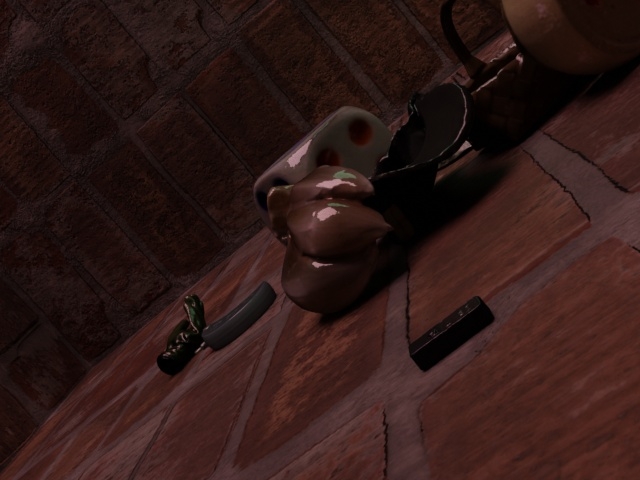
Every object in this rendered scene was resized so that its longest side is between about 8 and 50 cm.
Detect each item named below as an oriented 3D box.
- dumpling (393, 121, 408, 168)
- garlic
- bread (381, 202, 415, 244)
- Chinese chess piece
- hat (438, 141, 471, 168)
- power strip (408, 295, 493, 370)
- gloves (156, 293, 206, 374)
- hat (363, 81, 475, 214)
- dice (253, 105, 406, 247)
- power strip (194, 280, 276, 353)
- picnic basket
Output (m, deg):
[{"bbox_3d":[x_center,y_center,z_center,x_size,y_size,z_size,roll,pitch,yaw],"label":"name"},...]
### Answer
[{"bbox_3d":[0.270,-0.255,2.124,0.216,0.149,0.104,-36,-24,25],"label":"dumpling"},{"bbox_3d":[0.001,-0.001,1.451,0.132,0.279,0.325,-2,13,-25],"label":"garlic"},{"bbox_3d":[0.158,-0.021,1.536,0.043,0.062,0.109,-40,-34,-8],"label":"bread"},{"bbox_3d":[0.486,-0.474,1.435,0.338,0.338,0.140,-44,16,-22],"label":"Chinese chess piece"},{"bbox_3d":[0.327,-0.293,1.924,0.265,0.128,0.265,-38,6,4],"label":"hat"},{"bbox_3d":[0.156,0.111,0.939,0.111,0.029,0.038,-39,9,9],"label":"power strip"},{"bbox_3d":[-0.383,0.269,2.217,0.135,0.107,0.268,-28,32,35],"label":"gloves"},{"bbox_3d":[0.196,-0.146,1.569,0.366,0.257,0.381,-51,31,-11],"label":"hat"},{"bbox_3d":[0.024,-0.146,1.998,0.304,0.277,0.304,-44,12,-30],"label":"dice"},{"bbox_3d":[-0.227,0.210,2.013,0.253,0.054,0.167,-38,8,12],"label":"power strip"},{"bbox_3d":[0.369,-0.394,1.618,0.337,0.337,0.293,-42,9,-9],"label":"picnic basket"}]
